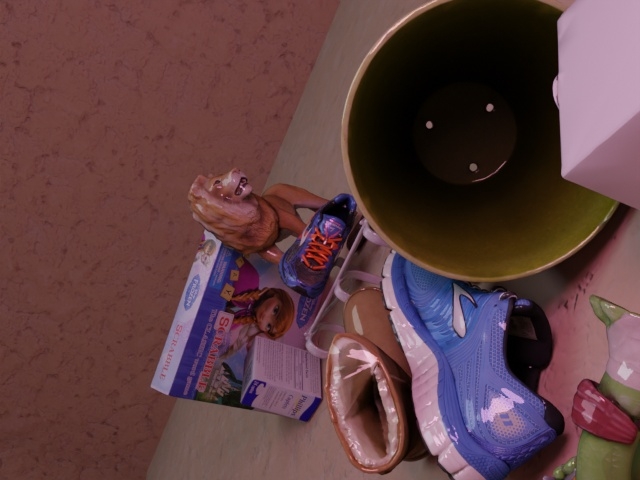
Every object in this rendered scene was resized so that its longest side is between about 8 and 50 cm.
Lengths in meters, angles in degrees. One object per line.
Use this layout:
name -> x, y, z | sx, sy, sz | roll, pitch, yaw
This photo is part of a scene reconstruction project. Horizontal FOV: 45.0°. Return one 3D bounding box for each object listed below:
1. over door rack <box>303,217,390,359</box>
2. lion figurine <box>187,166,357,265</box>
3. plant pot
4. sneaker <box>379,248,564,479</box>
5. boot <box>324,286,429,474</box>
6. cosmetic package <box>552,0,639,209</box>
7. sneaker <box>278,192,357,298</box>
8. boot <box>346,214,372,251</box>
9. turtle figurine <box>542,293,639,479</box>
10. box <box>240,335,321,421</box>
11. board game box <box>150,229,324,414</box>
over door rack -> 0.086, 0.031, 1.275 | 0.239, 0.108, 0.324 | -63, 1, 25
lion figurine -> -0.087, -0.047, 1.479 | 0.142, 0.240, 0.392 | -62, -10, 10
plant pot -> 0.170, -0.119, 0.864 | 0.293, 0.275, 0.274 | -60, -7, -79
sneaker -> 0.163, 0.100, 0.806 | 0.147, 0.129, 0.330 | -30, 37, 13
boot -> 0.061, 0.134, 0.848 | 0.236, 0.089, 0.269 | 68, -171, 21
cosmetic package -> 0.323, -0.182, 0.500 | 0.365, 0.155, 0.196 | 128, 158, -54
sneaker -> 0.000, 0.000, 1.207 | 0.087, 0.083, 0.221 | -57, 8, 44
boot -> 0.082, -0.042, 1.508 | 0.114, 0.037, 0.106 | 117, 167, -46
turtle figurine -> 0.159, 0.167, 0.572 | 0.266, 0.198, 0.275 | -66, 17, 3
box -> -0.073, 0.261, 1.461 | 0.126, 0.137, 0.072 | -92, 24, -57
board game box -> -0.148, 0.173, 1.547 | 0.066, 0.318, 0.318 | 14, 84, 43
